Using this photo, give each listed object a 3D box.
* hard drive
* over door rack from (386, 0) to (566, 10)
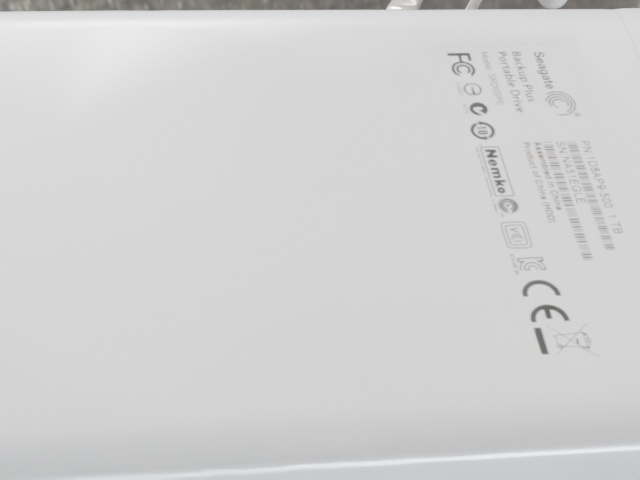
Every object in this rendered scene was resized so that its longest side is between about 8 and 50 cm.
[{"bbox_3d":[0.000,0.000,0.672,0.353,0.047,0.233,-2,47,-12],"label":"hard drive"},{"bbox_3d":[0.218,-0.172,1.105,0.240,0.108,0.324,3,34,32],"label":"over door rack"}]
